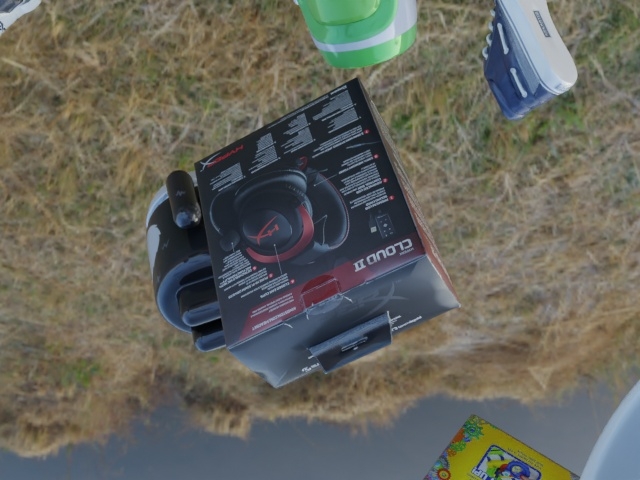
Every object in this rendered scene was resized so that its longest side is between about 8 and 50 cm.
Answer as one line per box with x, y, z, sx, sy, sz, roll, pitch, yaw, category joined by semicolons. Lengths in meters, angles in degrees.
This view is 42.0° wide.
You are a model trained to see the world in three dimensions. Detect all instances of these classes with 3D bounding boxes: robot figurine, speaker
-0.159;0.023;1.182;0.174;0.278;0.209;12;127;-28;robot figurine
0.018;-0.341;0.885;0.131;0.131;0.296;-10;122;14;speaker

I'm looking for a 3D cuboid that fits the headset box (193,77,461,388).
0.000;0.000;0.879;0.218;0.293;0.110;-27;140;11;headset box

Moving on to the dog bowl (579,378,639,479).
0.248;0.160;0.399;0.104;0.265;0.265;31;134;-18;dog bowl

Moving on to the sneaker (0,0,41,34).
-0.380;-0.314;0.876;0.153;0.235;0.094;-31;166;-7;sneaker

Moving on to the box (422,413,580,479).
0.165;0.426;1.011;0.177;0.279;0.290;29;134;22;box

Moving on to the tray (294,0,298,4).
0.009;-0.450;1.125;0.030;0.145;0.270;-21;174;-43;tray

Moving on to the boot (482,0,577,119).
0.202;-0.229;0.906;0.069;0.190;0.086;-4;160;-38;boot
